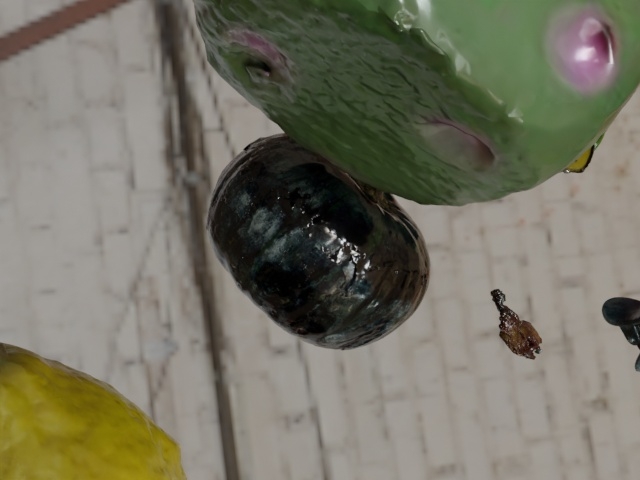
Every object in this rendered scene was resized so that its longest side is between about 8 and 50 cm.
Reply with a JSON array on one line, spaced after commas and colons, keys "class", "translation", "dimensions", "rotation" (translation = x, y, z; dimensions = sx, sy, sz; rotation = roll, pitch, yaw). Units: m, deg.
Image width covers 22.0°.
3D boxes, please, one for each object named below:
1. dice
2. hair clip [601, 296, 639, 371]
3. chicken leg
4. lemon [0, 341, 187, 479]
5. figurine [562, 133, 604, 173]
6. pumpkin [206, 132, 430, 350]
[{"class": "dice", "translation": [0.098, -0.241, 1.416], "dimensions": [0.318, 0.330, 0.322], "rotation": [-5, -128, 58]}, {"class": "hair clip", "translation": [0.377, 0.065, 1.603], "dimensions": [0.083, 0.048, 0.275], "rotation": [62, -30, 1]}, {"class": "chicken leg", "translation": [0.185, 0.084, 1.572], "dimensions": [0.021, 0.083, 0.036], "rotation": [-13, -141, 46]}, {"class": "lemon", "translation": [-0.260, 0.254, 1.321], "dimensions": [0.350, 0.350, 0.387], "rotation": [-149, -133, -61]}, {"class": "figurine", "translation": [0.237, -0.137, 1.798], "dimensions": [0.263, 0.162, 0.143], "rotation": [-94, 166, -65]}, {"class": "pumpkin", "translation": [0.000, 0.000, 1.609], "dimensions": [0.163, 0.233, 0.233], "rotation": [-49, -140, 13]}]
